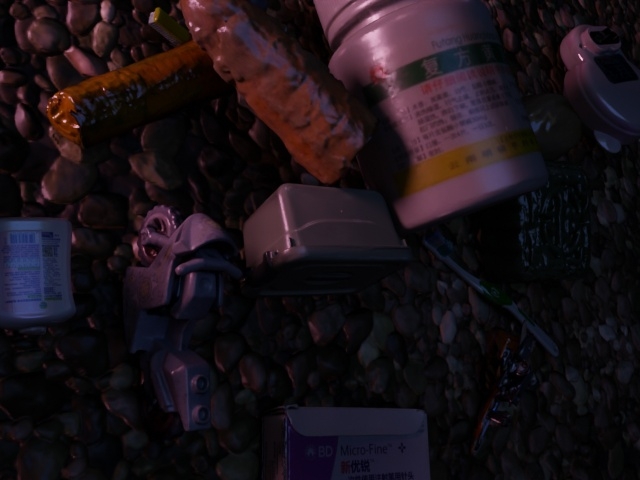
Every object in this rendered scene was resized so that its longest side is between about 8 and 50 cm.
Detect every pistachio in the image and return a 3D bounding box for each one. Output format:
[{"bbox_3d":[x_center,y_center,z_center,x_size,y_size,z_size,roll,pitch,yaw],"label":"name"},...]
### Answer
[{"bbox_3d":[0.335,-0.172,0.931,0.185,0.126,0.108,-8,41,-35],"label":"pistachio"}]

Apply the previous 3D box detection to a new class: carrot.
[{"bbox_3d":[-0.051,-0.173,0.592,0.263,0.101,0.102,43,57,-21],"label":"carrot"},{"bbox_3d":[-0.151,-0.167,0.610,0.260,0.070,0.070,-35,97,-36],"label":"carrot"}]

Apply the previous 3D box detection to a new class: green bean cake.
[{"bbox_3d":[0.323,-0.027,0.878,0.183,0.094,0.185,1,88,-36],"label":"green bean cake"}]

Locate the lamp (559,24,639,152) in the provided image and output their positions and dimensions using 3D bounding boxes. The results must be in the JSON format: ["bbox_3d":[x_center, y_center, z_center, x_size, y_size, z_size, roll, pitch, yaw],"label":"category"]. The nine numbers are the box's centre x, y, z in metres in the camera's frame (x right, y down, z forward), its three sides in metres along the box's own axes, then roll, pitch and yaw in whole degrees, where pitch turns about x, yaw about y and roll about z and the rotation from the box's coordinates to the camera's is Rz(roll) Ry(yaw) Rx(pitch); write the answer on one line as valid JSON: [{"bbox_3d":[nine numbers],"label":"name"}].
[{"bbox_3d":[0.508,-0.272,1.070,0.179,0.108,0.246,-13,77,-33],"label":"lamp"}]

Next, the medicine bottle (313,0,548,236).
[{"bbox_3d":[0.122,-0.191,0.720,0.208,0.208,0.340,-17,87,-36],"label":"medicine bottle"}]

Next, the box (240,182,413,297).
[{"bbox_3d":[0.000,0.000,0.642,0.172,0.124,0.093,2,65,-35],"label":"box"}]

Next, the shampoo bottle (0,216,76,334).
[{"bbox_3d":[-0.248,0.032,0.504,0.072,0.043,0.099,-2,78,-34],"label":"shampoo bottle"}]

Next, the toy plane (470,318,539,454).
[{"bbox_3d":[0.250,0.201,0.786,0.135,0.062,0.188,52,53,-44],"label":"toy plane"}]

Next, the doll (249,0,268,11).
[{"bbox_3d":[-0.099,-0.289,0.698,0.083,0.050,0.076,-19,92,-38],"label":"doll"}]

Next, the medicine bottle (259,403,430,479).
[{"bbox_3d":[0.030,0.264,0.625,0.201,0.052,0.171,12,70,-33],"label":"medicine bottle"}]

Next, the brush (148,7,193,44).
[{"bbox_3d":[-0.154,-0.227,0.658,0.083,0.021,0.019,25,59,-46],"label":"brush"}]

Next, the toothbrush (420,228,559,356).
[{"bbox_3d":[0.251,0.082,0.846,0.304,0.030,0.030,40,58,-22],"label":"toothbrush"}]

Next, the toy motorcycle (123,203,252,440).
[{"bbox_3d":[-0.121,0.067,0.533,0.080,0.122,0.216,10,71,-48],"label":"toy motorcycle"}]
